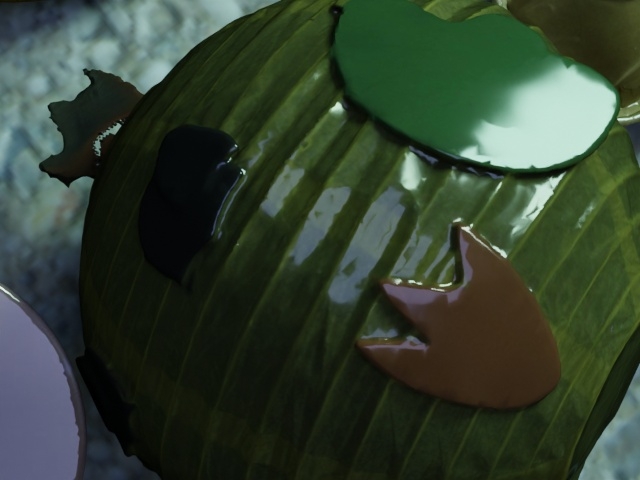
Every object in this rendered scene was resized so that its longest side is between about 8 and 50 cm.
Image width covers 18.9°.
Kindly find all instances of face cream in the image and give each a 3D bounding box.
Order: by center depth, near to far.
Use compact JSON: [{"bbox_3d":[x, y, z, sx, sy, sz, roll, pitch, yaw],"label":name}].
[{"bbox_3d":[-0.177,0.084,0.795,0.149,0.104,0.149,3,81,-16],"label":"face cream"}]

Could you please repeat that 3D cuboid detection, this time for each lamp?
[{"bbox_3d":[0.000,0.000,0.799,0.284,0.250,0.250,30,73,15],"label":"lamp"}]

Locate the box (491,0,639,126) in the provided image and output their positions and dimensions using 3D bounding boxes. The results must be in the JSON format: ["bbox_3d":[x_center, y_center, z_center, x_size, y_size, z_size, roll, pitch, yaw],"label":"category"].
[{"bbox_3d":[0.157,-0.132,0.930,0.177,0.111,0.111,-43,95,-18],"label":"box"}]

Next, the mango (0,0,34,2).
[{"bbox_3d":[-0.173,-0.204,0.833,0.295,0.120,0.177,24,77,-12],"label":"mango"}]
